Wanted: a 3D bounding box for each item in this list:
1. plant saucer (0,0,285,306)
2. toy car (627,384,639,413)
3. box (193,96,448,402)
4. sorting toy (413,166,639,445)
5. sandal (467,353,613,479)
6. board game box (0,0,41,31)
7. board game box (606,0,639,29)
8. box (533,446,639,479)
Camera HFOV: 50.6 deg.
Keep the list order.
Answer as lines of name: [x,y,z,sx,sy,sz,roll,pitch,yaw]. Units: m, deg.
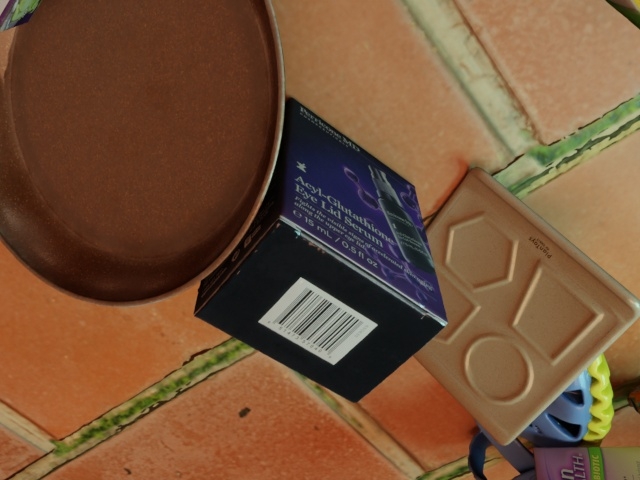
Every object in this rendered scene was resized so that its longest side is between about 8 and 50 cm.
plant saucer: [-0.152,-0.107,0.500,0.310,0.050,0.310,4,99,26]
toy car: [0.398,0.209,0.787,0.122,0.060,0.040,46,145,-19]
box: [0.000,0.000,0.553,0.153,0.207,0.108,32,118,-21]
sorting toy: [0.164,0.064,0.644,0.193,0.038,0.208,45,125,21]
sandal: [0.230,0.185,0.733,0.138,0.126,0.317,-4,122,7]
board game box: [-0.279,-0.322,0.400,0.347,0.056,0.208,41,120,-12]
board game box: [0.166,-0.230,0.449,0.259,0.124,0.039,38,117,-22]
box: [0.326,0.308,0.606,0.243,0.213,0.117,-6,130,17]
